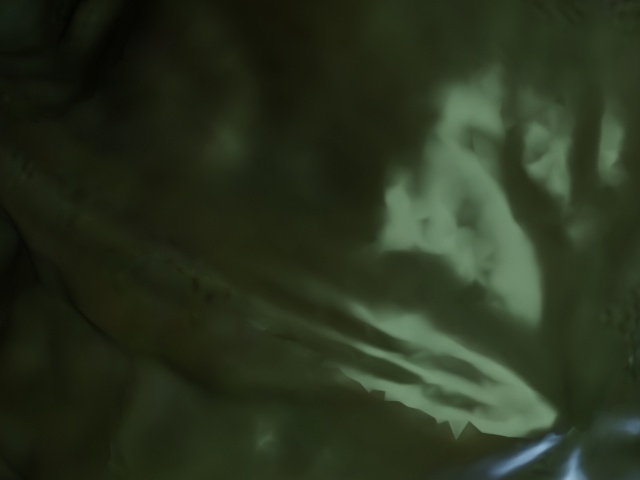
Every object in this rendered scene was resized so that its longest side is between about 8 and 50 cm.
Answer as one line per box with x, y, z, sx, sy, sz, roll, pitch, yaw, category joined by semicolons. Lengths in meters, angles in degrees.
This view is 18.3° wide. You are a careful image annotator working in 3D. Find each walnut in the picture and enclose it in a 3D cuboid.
0.002;-0.002;0.569;0.273;0.273;0.227;-43;116;-7;walnut
